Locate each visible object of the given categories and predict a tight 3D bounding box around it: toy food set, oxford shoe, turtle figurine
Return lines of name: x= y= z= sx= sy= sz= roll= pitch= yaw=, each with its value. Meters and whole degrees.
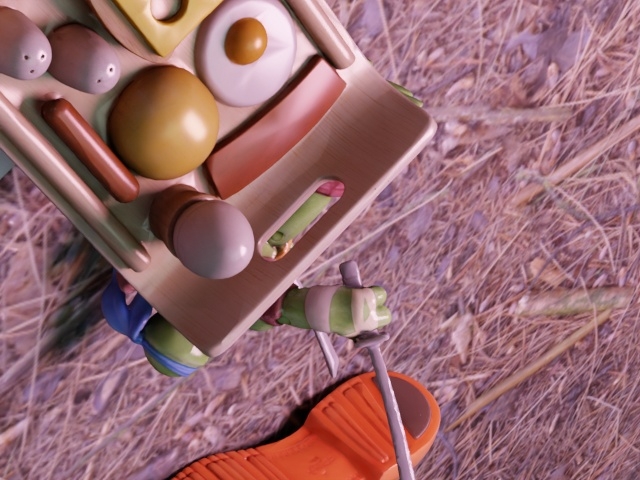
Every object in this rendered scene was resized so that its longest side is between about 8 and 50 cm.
toy food set: x=-0.075 y=-0.094 z=1.018 sx=0.220 sy=0.092 sz=0.306 roll=-46 pitch=131 yaw=-8
oxford shoe: x=-0.039 y=0.255 z=1.530 sx=0.364 sy=0.130 sz=0.132 roll=-25 pitch=148 yaw=-32
turtle figurine: x=0.000 y=0.000 z=1.257 sx=0.198 sy=0.275 sz=0.266 roll=-64 pitch=180 yaw=-76

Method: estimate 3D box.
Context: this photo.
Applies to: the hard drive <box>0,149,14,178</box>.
hard drive: x=-0.215 y=-0.164 z=0.954 sx=0.203 sy=0.040 sz=0.307 roll=-46 pitch=146 yaw=-8
